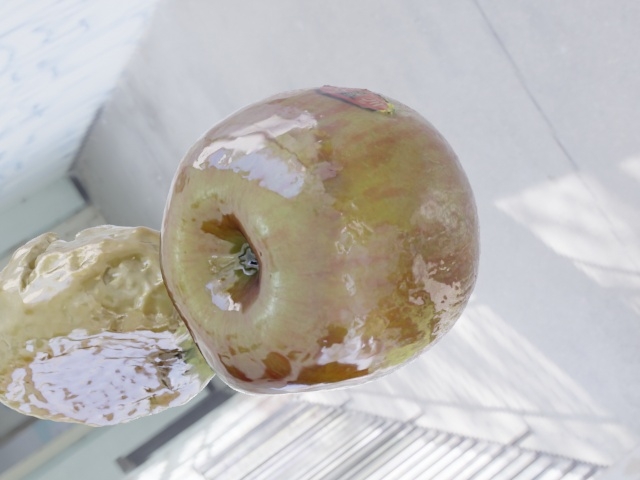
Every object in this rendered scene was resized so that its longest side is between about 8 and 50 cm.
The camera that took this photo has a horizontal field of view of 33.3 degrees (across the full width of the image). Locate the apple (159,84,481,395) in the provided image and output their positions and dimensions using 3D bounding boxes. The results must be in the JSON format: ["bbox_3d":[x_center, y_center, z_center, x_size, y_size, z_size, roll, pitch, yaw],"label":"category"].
[{"bbox_3d":[0.000,0.000,0.727,0.211,0.188,0.211,13,111,38],"label":"apple"}]

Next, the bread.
[{"bbox_3d":[-0.193,0.070,0.961,0.244,0.244,0.134,85,174,-57],"label":"bread"}]
